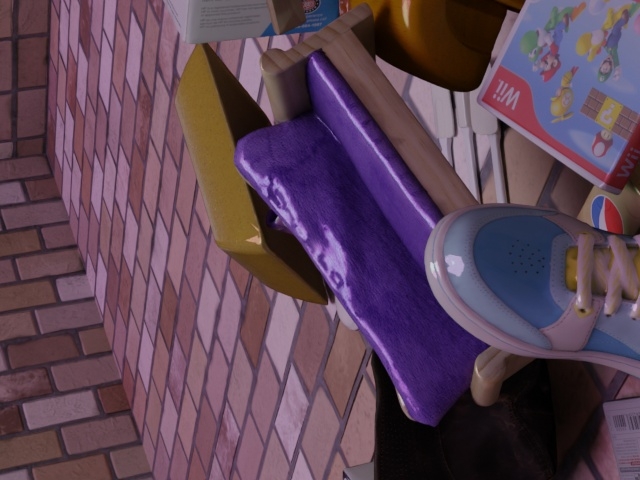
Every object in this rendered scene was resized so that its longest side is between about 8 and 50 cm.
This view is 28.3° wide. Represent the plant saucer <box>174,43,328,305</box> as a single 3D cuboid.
[{"bbox_3d":[-0.109,-0.078,1.845,0.333,0.081,0.332,45,-155,-67],"label":"plant saucer"}]

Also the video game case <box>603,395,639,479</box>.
[{"bbox_3d":[0.341,0.231,1.144,0.212,0.023,0.193,151,108,-67],"label":"video game case"}]

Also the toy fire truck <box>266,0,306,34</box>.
[{"bbox_3d":[0.008,-0.372,1.465,0.246,0.217,0.158,126,130,-62],"label":"toy fire truck"}]

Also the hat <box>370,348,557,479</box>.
[{"bbox_3d":[0.174,0.187,1.311,0.134,0.331,0.331,-6,94,29],"label":"hat"}]

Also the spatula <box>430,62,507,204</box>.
[{"bbox_3d":[0.171,-0.082,1.446,0.168,0.019,0.242,-173,75,-67],"label":"spatula"}]

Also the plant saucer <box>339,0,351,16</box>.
[{"bbox_3d":[0.047,-0.303,1.672,0.083,0.013,0.083,171,90,-69],"label":"plant saucer"}]

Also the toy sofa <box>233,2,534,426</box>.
[{"bbox_3d":[0.068,-0.018,1.166,0.362,0.177,0.150,56,174,15],"label":"toy sofa"}]

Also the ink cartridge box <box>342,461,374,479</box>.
[{"bbox_3d":[0.120,0.461,1.743,0.333,0.065,0.165,-138,44,-56],"label":"ink cartridge box"}]

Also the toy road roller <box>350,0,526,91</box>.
[{"bbox_3d":[0.081,-0.281,1.180,0.202,0.330,0.240,36,110,60],"label":"toy road roller"}]

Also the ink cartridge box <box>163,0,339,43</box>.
[{"bbox_3d":[-0.078,-0.425,1.649,0.129,0.223,0.307,-118,28,-41],"label":"ink cartridge box"}]

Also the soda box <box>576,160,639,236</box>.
[{"bbox_3d":[0.259,-0.007,1.092,0.061,0.058,0.181,62,157,27],"label":"soda box"}]

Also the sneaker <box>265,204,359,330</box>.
[{"bbox_3d":[0.000,-0.001,1.721,0.102,0.161,0.282,-146,49,-60],"label":"sneaker"}]

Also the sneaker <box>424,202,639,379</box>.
[{"bbox_3d":[0.253,0.024,0.938,0.208,0.319,0.127,-31,48,59],"label":"sneaker"}]

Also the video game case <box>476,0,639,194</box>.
[{"bbox_3d":[0.247,-0.203,1.037,0.285,0.025,0.204,-65,33,15],"label":"video game case"}]
